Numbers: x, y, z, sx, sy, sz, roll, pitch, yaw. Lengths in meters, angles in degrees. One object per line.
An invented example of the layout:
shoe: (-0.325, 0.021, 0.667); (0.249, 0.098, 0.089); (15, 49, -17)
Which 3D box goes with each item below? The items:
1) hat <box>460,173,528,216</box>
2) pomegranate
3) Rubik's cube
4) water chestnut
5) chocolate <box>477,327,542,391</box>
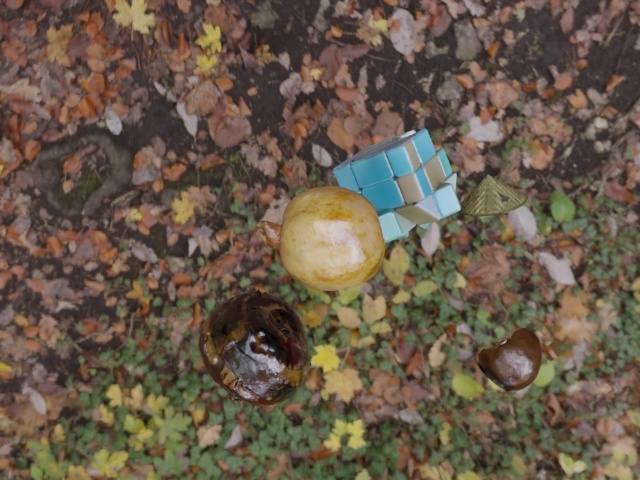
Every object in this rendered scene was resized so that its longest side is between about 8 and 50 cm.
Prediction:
hat: (0.356, -0.108, 1.349); (0.146, 0.146, 0.067); (-17, 110, -4)
pomegranate: (0.017, 0.001, 1.163); (0.207, 0.207, 0.207); (-7, 124, -10)
Rubik's cube: (0.158, -0.101, 1.369); (0.265, 0.224, 0.213); (-14, 106, 37)
water chestnut: (-0.168, 0.279, 1.568); (0.300, 0.300, 0.300); (-7, 124, -10)
chocolate: (0.424, 0.254, 1.414); (0.127, 0.124, 0.133); (36, 108, 13)
